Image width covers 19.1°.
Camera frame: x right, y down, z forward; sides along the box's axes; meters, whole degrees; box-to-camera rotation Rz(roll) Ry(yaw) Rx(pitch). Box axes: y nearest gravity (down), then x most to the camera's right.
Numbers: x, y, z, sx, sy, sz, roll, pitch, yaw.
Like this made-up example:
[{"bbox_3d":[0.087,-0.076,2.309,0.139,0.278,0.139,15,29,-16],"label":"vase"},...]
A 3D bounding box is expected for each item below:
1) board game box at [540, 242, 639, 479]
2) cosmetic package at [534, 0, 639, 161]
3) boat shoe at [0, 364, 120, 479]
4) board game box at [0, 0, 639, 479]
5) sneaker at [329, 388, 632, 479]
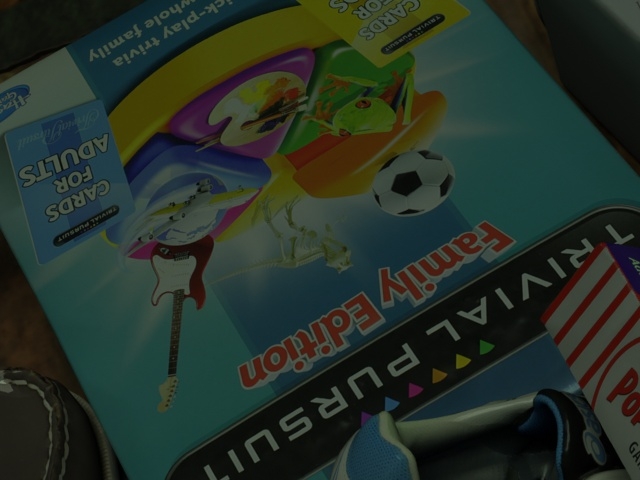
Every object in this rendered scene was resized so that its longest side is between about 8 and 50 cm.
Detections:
[{"bbox_3d":[0.191,0.077,0.689,0.045,0.194,0.146,-56,41,31],"label":"board game box"},{"bbox_3d":[0.189,-0.063,0.834,0.085,0.117,0.231,-31,51,-5],"label":"cosmetic package"},{"bbox_3d":[-0.177,0.183,0.791,0.117,0.096,0.324,6,56,25],"label":"boat shoe"},{"bbox_3d":[0.000,0.000,0.879,0.254,0.079,0.336,-31,49,-4],"label":"board game box"},{"bbox_3d":[0.116,0.093,0.717,0.237,0.086,0.085,-4,44,-21],"label":"sneaker"}]
